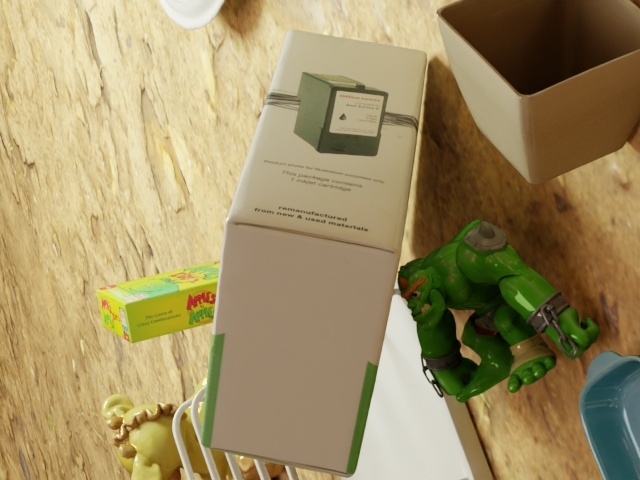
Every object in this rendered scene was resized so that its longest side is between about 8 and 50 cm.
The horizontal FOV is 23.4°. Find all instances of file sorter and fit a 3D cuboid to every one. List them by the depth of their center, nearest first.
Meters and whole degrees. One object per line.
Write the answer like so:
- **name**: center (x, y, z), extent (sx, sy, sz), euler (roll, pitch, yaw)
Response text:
- **file sorter**: center (-0.003, 0.179, 1.395), extent (0.192, 0.173, 0.277), euler (70, 155, 13)

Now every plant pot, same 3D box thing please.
- **plant pot**: center (0.148, -0.102, 1.000), extent (0.109, 0.109, 0.096), euler (53, 159, 42)

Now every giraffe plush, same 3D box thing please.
- **giraffe plush**: center (-0.152, 0.234, 1.754), extent (0.181, 0.171, 0.210), euler (24, 124, 61)

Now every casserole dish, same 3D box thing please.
- **casserole dish**: center (0.234, 0.158, 1.025), extent (0.188, 0.037, 0.114), euler (69, 156, 17)

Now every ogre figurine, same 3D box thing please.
- **ogre figurine**: center (0.119, 0.053, 1.164), extent (0.118, 0.097, 0.197), euler (57, 171, 0)

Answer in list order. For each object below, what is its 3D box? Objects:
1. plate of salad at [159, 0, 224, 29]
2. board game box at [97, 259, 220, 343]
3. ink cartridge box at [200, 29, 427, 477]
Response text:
- **plate of salad**: center (-0.125, -0.313, 1.557), extent (0.200, 0.048, 0.199), euler (17, 110, 55)
- **board game box**: center (-0.127, 0.056, 1.590), extent (0.092, 0.181, 0.043), euler (16, 117, 63)
- **ink cartridge box**: center (0.000, 0.000, 1.175), extent (0.289, 0.122, 0.211), euler (-77, -3, -56)
